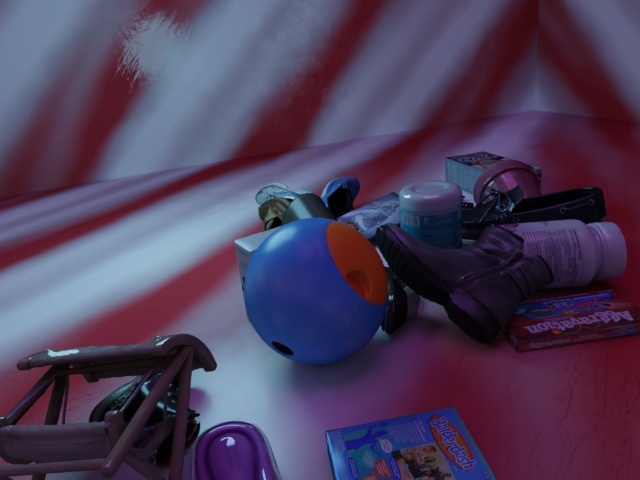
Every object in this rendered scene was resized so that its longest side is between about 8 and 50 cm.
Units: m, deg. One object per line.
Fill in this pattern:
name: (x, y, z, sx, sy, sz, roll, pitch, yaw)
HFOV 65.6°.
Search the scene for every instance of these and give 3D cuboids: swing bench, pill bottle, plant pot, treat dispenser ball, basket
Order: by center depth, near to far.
swing bench: (-0.323, 0.251, 0.730, 0.253, 0.165, 0.255, -10, 42, 14)
treat dispenser ball: (-0.009, 0.099, 0.991, 0.287, 0.289, 0.288, -6, 21, 2)
pill bottle: (0.539, 0.034, 1.168, 0.282, 0.161, 0.160, -4, 21, 6)
pill bottle: (0.267, -0.002, 1.199, 0.146, 0.264, 0.146, -6, 22, 2)
basket: (0.000, 0.000, 1.412, 0.154, 0.205, 0.227, -12, 30, -22)
plant pot: (0.598, -0.120, 1.532, 0.201, 0.202, 0.180, -8, 37, -2)

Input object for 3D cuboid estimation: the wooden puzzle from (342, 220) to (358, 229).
wooden puzzle: (0.088, -0.040, 1.594, 0.049, 0.006, 0.083, -25, 32, -13)

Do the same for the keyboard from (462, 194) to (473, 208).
keyboard: (0.411, -0.143, 1.844, 0.316, 0.033, 0.201, 10, 27, 36)

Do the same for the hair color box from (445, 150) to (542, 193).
hair color box: (0.659, -0.253, 1.936, 0.185, 0.114, 0.374, -12, 22, -13)

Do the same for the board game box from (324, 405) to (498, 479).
board game box: (0.122, 0.323, 0.708, 0.210, 0.047, 0.160, -9, 21, -4)

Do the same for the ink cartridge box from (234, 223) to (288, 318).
ink cartridge box: (-0.105, 0.085, 1.172, 0.152, 0.209, 0.086, -20, 28, -29)

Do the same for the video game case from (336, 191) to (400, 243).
video game case: (0.176, -0.067, 1.623, 0.274, 0.026, 0.196, -27, 32, -13)

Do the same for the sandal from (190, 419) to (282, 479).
sandal: (-0.090, 0.352, 0.622, 0.169, 0.102, 0.416, -17, 23, -24)

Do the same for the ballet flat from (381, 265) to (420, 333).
ballet flat: (0.175, 0.125, 1.149, 0.096, 0.096, 0.280, 5, 21, -3)

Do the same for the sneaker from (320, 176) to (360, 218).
sneaker: (0.073, -0.142, 1.779, 0.147, 0.130, 0.330, -15, 21, 37)

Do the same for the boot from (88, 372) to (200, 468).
boot: (-0.261, 0.283, 0.882, 0.178, 0.085, 0.236, 11, 34, 35)

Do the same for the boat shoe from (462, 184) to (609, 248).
boat shoe: (0.501, -0.070, 1.333, 0.499, 0.156, 0.187, -1, 21, 17)

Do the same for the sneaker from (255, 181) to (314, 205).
sneaker: (-0.157, -0.157, 1.953, 0.282, 0.110, 0.122, 7, 28, 32)

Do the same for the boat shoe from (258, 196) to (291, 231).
boat shoe: (-0.136, -0.065, 1.691, 0.119, 0.123, 0.324, -23, 25, -29)

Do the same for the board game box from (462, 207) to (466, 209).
board game box: (0.328, -0.070, 1.665, 0.346, 0.056, 0.208, 9, 22, 36)

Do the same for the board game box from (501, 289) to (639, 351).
board game box: (0.514, 0.162, 1.031, 0.280, 0.027, 0.145, -8, 22, -3)

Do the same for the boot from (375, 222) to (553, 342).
boot: (0.300, 0.037, 1.069, 0.222, 0.118, 0.338, -42, 73, -17)
